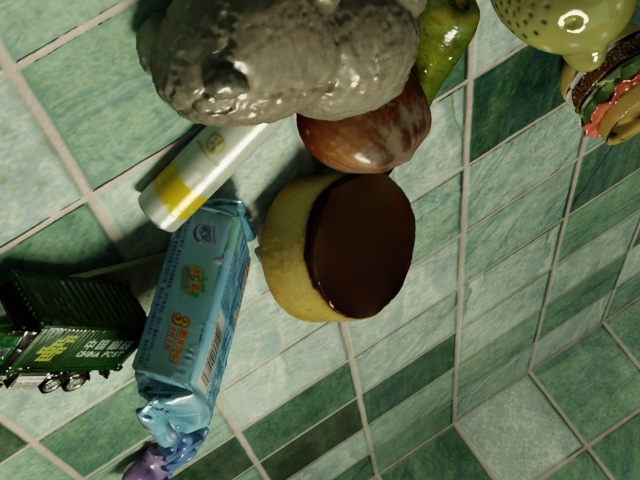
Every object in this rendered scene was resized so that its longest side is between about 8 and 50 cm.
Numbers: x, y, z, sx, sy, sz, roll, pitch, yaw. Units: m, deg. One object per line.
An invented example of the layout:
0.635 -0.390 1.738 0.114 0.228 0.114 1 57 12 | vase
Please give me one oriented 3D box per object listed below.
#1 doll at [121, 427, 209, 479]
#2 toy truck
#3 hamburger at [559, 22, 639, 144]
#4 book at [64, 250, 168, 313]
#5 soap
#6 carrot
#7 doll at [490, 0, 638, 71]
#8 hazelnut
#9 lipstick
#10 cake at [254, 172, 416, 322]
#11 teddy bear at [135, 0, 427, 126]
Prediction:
-0.262 0.370 1.942 0.206 0.067 0.110 -31 145 -42 | doll
-0.311 0.104 1.280 0.121 0.088 0.259 -45 156 19 | toy truck
0.415 -0.227 1.635 0.175 0.137 0.175 -33 163 -11 | hamburger
-0.277 0.077 1.403 0.199 0.016 0.138 -15 150 -40 | book
-0.146 0.090 1.360 0.077 0.293 0.156 9 155 8 | soap
0.098 -0.166 1.404 0.074 0.074 0.358 -22 157 -30 | carrot
0.272 -0.313 1.217 0.161 0.177 0.260 -28 154 -29 | doll
0.048 -0.136 1.284 0.154 0.143 0.143 -38 165 -47 | hazelnut
-0.089 -0.116 1.241 0.264 0.059 0.059 -43 156 17 | lipstick
0.000 0.000 1.486 0.185 0.178 0.207 11 91 -43 | cake
-0.029 -0.186 1.066 0.267 0.151 0.236 -16 152 -38 | teddy bear
